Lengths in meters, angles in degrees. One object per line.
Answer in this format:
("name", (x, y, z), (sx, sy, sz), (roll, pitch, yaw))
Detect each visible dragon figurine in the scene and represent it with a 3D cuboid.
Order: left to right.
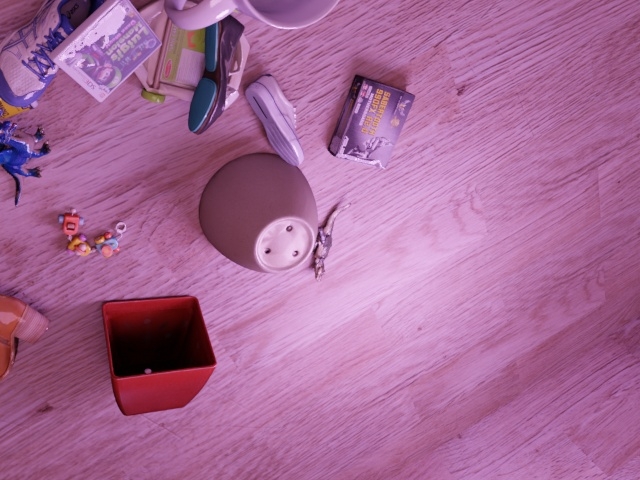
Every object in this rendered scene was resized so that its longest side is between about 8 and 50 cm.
("dragon figurine", (-0.687, -0.183, 1.275), (0.144, 0.085, 0.289), (-7, 154, -46))

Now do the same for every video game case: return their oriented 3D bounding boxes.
("video game case", (-0.435, -0.393, 1.204), (0.190, 0.022, 0.173), (-45, 162, -3))

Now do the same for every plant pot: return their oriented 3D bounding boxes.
("plant pot", (-0.465, 0.340, 1.641), (0.268, 0.267, 0.235), (-2, 130, -26))

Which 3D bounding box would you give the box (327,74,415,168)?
("box", (0.144, -0.332, 1.662), (0.183, 0.056, 0.230), (10, 113, -30))

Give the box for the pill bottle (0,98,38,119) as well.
("pill bottle", (-0.703, -0.298, 1.225), (0.184, 0.103, 0.103), (-24, 126, -12))

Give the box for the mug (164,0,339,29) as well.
("mug", (-0.163, -0.569, 1.174), (0.374, 0.328, 0.276), (-46, 137, -2))

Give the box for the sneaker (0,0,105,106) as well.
("sneaker", (-0.542, -0.400, 1.165), (0.112, 0.131, 0.296), (37, 73, -42))

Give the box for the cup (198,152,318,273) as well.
("cup", (-0.138, -0.042, 1.579), (0.332, 0.237, 0.330), (-12, 122, -20))

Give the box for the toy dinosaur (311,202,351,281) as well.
("toy dinosaur", (0.000, 0.000, 1.785), (0.118, 0.064, 0.268), (0, 118, -43))

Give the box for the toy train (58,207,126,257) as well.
("toy train", (-0.585, -0.010, 1.492), (0.167, 0.046, 0.125), (10, 113, -31))

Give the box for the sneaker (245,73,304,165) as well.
("sneaker", (-0.096, -0.313, 1.525), (0.091, 0.094, 0.258), (-50, 133, -26))

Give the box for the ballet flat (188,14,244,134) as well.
("ballet flat", (-0.228, -0.373, 1.344), (0.096, 0.095, 0.280), (-2, 119, -39))

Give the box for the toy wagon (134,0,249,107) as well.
("toy wagon", (-0.339, -0.448, 1.344), (0.345, 0.068, 0.267), (8, 114, -29))

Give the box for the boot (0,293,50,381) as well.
("boot", (-0.859, 0.244, 1.471), (0.283, 0.109, 0.220), (-43, 122, 13))
